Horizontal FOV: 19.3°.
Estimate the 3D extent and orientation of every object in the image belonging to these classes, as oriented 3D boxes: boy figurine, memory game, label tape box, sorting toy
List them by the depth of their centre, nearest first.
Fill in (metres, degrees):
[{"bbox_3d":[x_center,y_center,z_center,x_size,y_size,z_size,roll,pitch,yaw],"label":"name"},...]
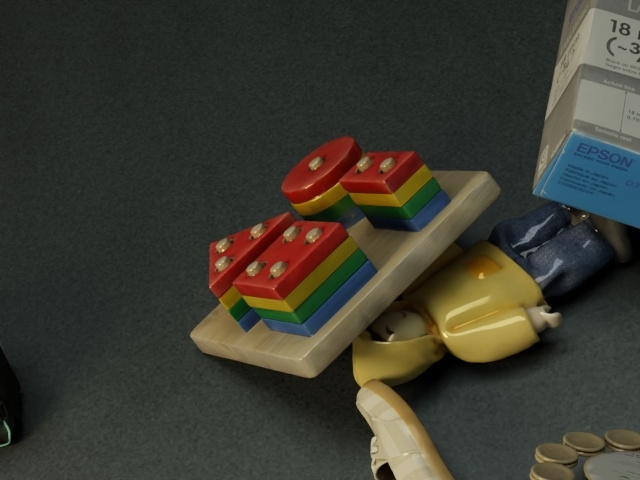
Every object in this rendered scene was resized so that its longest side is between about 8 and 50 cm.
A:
[{"bbox_3d":[0.263,0.199,1.549,0.186,0.012,0.186,4,19,-2],"label":"memory game"},{"bbox_3d":[0.144,0.040,1.766,0.285,0.092,0.177,-29,47,-8],"label":"boy figurine"},{"bbox_3d":[0.348,-0.158,1.772,0.240,0.106,0.334,18,52,-4],"label":"label tape box"},{"bbox_3d":[0.000,0.000,1.792,0.257,0.089,0.255,-44,20,-18],"label":"sorting toy"}]

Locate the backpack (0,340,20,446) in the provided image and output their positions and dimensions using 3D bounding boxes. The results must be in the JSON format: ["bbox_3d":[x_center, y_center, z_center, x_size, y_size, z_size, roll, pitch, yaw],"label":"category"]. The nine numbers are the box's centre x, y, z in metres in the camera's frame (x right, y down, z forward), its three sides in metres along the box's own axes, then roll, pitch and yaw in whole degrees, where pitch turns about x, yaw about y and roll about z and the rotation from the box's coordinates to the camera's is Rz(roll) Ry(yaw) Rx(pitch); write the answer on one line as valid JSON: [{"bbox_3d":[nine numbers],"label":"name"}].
[{"bbox_3d":[-0.408,0.130,1.874,0.188,0.166,0.144,-15,43,5],"label":"backpack"}]

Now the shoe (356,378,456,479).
[{"bbox_3d":[0.077,0.204,1.651,0.058,0.076,0.219,-27,46,-9],"label":"shoe"}]
